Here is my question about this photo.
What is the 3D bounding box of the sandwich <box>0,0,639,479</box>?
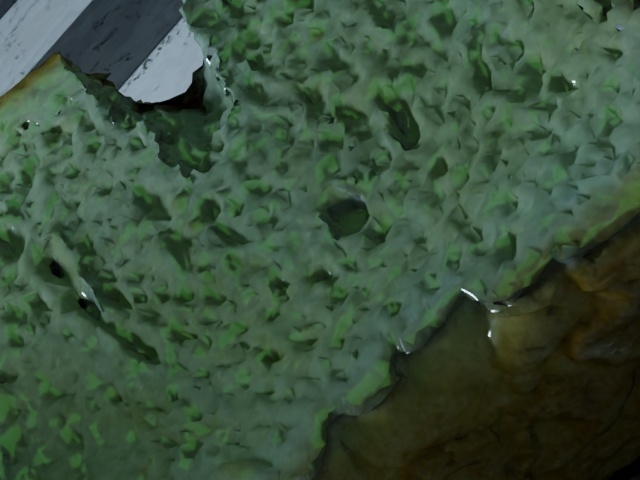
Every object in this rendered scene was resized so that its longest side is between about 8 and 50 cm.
[{"bbox_3d":[-0.001,-0.001,0.593,0.273,0.095,0.249,-42,45,12],"label":"sandwich"}]
